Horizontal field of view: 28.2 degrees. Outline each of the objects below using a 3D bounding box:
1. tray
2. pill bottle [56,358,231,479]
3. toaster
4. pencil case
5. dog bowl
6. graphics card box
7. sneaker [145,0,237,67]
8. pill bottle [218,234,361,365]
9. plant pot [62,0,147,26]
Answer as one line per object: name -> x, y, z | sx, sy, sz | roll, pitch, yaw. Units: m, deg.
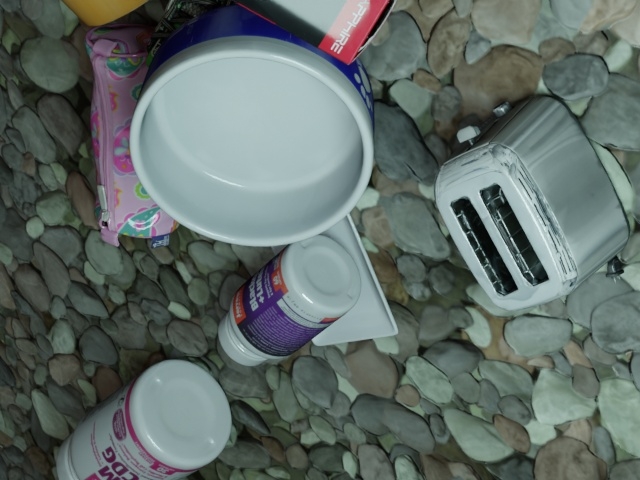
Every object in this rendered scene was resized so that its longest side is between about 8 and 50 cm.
tray -> 0.000, 0.000, 1.580 | 0.145, 0.030, 0.270 | -12, 106, 43
pill bottle -> -0.268, 0.295, 1.875 | 0.160, 0.160, 0.283 | 54, 135, 1
toaster -> 0.217, -0.027, 1.305 | 0.129, 0.146, 0.227 | -22, 99, 45
pencil case -> -0.239, -0.135, 1.637 | 0.124, 0.124, 0.284 | 23, 126, 28
dog bowl -> -0.072, -0.124, 1.406 | 0.265, 0.104, 0.265 | 2, 131, 3
graphics card box -> -0.117, -0.319, 1.238 | 0.371, 0.233, 0.094 | 28, 107, -19
sneaker -> -0.118, -0.251, 1.452 | 0.134, 0.146, 0.343 | 30, 128, 23
pill bottle -> -0.045, 0.080, 1.565 | 0.108, 0.108, 0.193 | 52, 135, 3
plant pot -> -0.272, -0.363, 1.496 | 0.205, 0.205, 0.188 | -6, 125, 41
